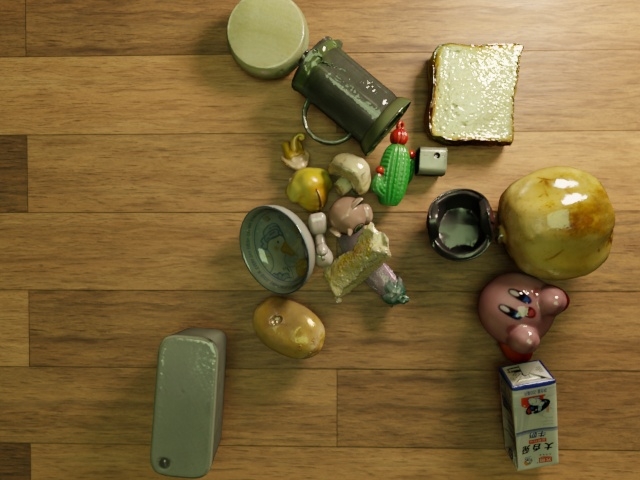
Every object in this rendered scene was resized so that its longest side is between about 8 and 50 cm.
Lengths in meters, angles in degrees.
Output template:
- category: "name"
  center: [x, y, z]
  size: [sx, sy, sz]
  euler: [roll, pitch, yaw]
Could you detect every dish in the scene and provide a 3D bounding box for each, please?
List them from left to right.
- category: "dish"
  center: [-0.104, 0.013, 1.381]
  size: [0.273, 0.134, 0.273]
  euler: [15, 116, 34]

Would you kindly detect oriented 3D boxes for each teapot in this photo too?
- category: "teapot"
  center: [0.057, -0.411, 1.342]
  size: [0.337, 0.200, 0.270]
  euler: [41, 94, 3]

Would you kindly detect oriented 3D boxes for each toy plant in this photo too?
- category: "toy plant"
  center: [0.231, -0.220, 1.372]
  size: [0.154, 0.088, 0.240]
  euler: [30, 81, -43]

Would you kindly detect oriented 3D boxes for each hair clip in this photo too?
- category: "hair clip"
  center: [0.150, 0.047, 1.409]
  size: [0.095, 0.110, 0.359]
  euler: [-30, 85, -38]

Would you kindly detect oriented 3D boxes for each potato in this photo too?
- category: "potato"
  center: [-0.099, 0.270, 1.385]
  size: [0.233, 0.146, 0.150]
  euler: [27, 47, 13]

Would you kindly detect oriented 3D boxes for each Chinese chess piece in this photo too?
- category: "Chinese chess piece"
  center: [-0.160, -0.621, 1.388]
  size: [0.250, 0.101, 0.250]
  euler: [0, 91, 2]

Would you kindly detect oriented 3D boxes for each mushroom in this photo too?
- category: "mushroom"
  center: [0.087, -0.189, 1.361]
  size: [0.154, 0.154, 0.122]
  euler: [38, 80, 1]

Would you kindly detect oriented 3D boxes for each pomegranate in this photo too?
- category: "pomegranate"
  center: [0.652, -0.048, 1.289]
  size: [0.332, 0.332, 0.333]
  euler: [0, 91, 2]

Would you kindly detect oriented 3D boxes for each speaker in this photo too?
- category: "speaker"
  center: [-0.384, 0.470, 1.372]
  size: [0.183, 0.184, 0.406]
  euler: [4, 91, 2]

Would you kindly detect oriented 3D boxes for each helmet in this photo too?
- category: "helmet"
  center: [0.410, -0.044, 1.335]
  size: [0.189, 0.193, 0.216]
  euler: [-4, 83, 18]

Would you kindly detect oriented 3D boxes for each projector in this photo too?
- category: "projector"
  center: [0.335, -0.239, 1.389]
  size: [0.082, 0.083, 0.083]
  euler: [3, 92, 1]

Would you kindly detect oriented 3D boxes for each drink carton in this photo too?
- category: "drink carton"
  center: [0.615, 0.518, 1.345]
  size: [0.130, 0.106, 0.315]
  euler: [-11, 110, 4]

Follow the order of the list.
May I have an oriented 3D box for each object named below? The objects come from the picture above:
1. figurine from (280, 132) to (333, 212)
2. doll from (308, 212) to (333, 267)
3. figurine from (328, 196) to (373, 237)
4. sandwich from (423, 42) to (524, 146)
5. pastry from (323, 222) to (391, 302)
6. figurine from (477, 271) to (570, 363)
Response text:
- category: "figurine"
  center: [-0.046, -0.198, 1.390]
  size: [0.156, 0.131, 0.246]
  euler: [-24, 79, -13]
- category: "doll"
  center: [0.000, 0.000, 1.365]
  size: [0.059, 0.161, 0.160]
  euler: [-10, 88, 0]
- category: "figurine"
  center: [0.084, -0.071, 1.346]
  size: [0.125, 0.125, 0.138]
  euler: [41, 95, 1]
- category: "sandwich"
  center: [0.454, -0.435, 1.377]
  size: [0.271, 0.099, 0.301]
  euler: [4, 94, 6]
- category: "pastry"
  center: [0.109, 0.060, 1.349]
  size: [0.258, 0.089, 0.121]
  euler: [-47, 70, 25]
- category: "figurine"
  center: [0.575, 0.205, 1.341]
  size: [0.211, 0.261, 0.270]
  euler: [35, 93, 28]
